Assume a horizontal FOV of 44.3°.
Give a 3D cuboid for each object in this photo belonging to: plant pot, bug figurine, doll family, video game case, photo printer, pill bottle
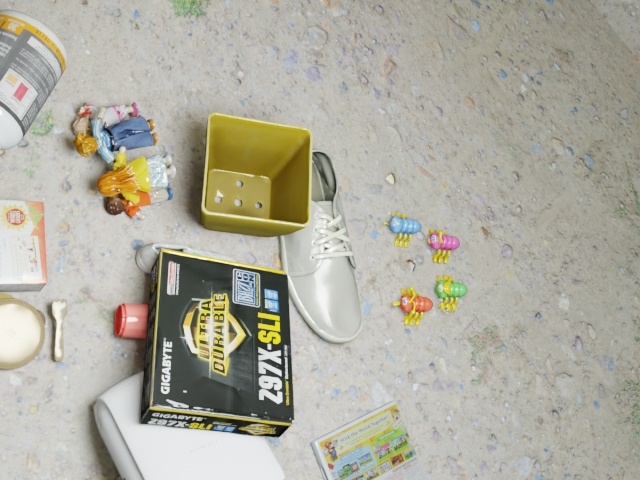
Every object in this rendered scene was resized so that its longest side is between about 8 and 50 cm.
[{"bbox_3d":[-0.146,-0.108,1.594,0.212,0.187,0.212,7,69,-17],"label":"plant pot"},{"bbox_3d":[0.251,0.058,1.860,0.216,0.072,0.279,3,72,-31],"label":"bug figurine"},{"bbox_3d":[-0.386,-0.169,1.523,0.163,0.118,0.263,-21,85,-34],"label":"doll family"},{"bbox_3d":[0.109,0.478,1.659,0.227,0.026,0.206,-18,84,-33],"label":"video game case"},{"bbox_3d":[-0.238,0.356,1.386,0.256,0.107,0.308,-13,54,-37],"label":"photo printer"},{"bbox_3d":[-0.586,-0.264,1.411,0.162,0.162,0.279,31,60,-19],"label":"pill bottle"}]

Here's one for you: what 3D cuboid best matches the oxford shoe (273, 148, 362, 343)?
[{"bbox_3d":[0.000,0.000,1.696,0.169,0.130,0.450,-7,78,-34],"label":"oxford shoe"}]

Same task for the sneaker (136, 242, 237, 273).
[{"bbox_3d":[-0.249,0.044,1.549,0.212,0.094,0.080,10,67,-29],"label":"sneaker"}]

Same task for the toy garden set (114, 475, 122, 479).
[{"bbox_3d":[-0.285,0.473,1.406,0.203,0.049,0.244,9,69,-29],"label":"toy garden set"}]

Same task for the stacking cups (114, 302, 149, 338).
[{"bbox_3d":[-0.235,0.170,1.523,0.316,0.096,0.096,4,72,-27],"label":"stacking cups"}]

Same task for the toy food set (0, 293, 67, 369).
[{"bbox_3d":[-0.545,0.159,1.371,0.192,0.038,0.133,6,78,-35],"label":"toy food set"}]

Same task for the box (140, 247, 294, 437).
[{"bbox_3d":[-0.183,0.184,1.424,0.257,0.079,0.322,13,50,-22],"label":"box"}]

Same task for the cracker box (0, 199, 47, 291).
[{"bbox_3d":[-0.602,0.009,1.363,0.232,0.067,0.156,2,72,-32],"label":"cracker box"}]
